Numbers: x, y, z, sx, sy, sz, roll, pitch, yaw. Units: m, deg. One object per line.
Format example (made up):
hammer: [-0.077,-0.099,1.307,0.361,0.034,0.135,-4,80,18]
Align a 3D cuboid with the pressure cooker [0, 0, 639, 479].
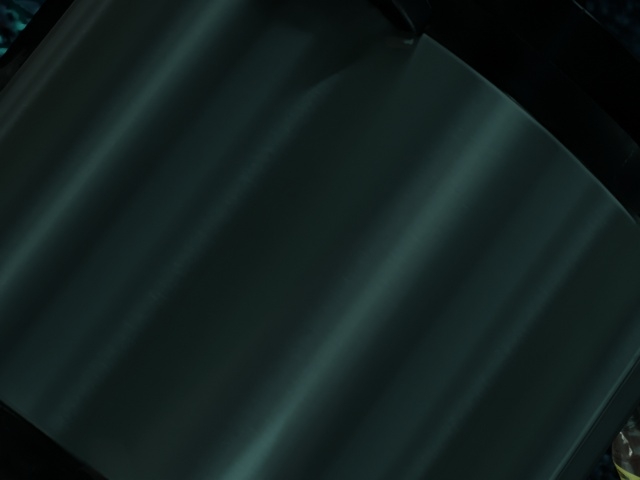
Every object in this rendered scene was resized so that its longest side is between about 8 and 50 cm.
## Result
pressure cooker: [0.005,0.004,0.908,0.375,0.370,0.420,40,80,-20]

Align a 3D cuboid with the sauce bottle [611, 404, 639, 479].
sauce bottle: [0.221,0.151,1.178,0.042,0.042,0.128,-25,108,0]
